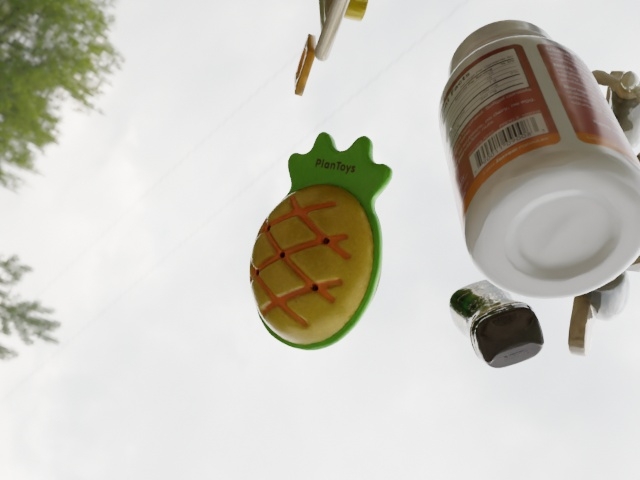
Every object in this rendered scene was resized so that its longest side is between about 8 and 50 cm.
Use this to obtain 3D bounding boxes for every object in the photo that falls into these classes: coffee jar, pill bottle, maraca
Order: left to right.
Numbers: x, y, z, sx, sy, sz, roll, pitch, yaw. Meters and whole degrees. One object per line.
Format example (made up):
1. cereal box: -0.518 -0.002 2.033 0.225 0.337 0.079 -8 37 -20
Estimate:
1. maraca: 0.000 0.000 0.747 0.127 0.099 0.185 11 -94 33
2. coffee jar: 0.244 0.113 1.239 0.096 0.079 0.184 -19 -168 0
3. pill bottle: 0.150 -0.070 0.636 0.121 0.121 0.216 -38 -150 26

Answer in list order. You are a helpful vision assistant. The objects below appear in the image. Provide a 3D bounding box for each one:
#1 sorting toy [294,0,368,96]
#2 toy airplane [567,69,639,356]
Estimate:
1. sorting toy: 0.041 -0.322 1.021 0.196 0.047 0.347 -87 -164 -47
2. toy airplane: 0.418 -0.059 1.304 0.272 0.384 0.386 -12 -87 41
